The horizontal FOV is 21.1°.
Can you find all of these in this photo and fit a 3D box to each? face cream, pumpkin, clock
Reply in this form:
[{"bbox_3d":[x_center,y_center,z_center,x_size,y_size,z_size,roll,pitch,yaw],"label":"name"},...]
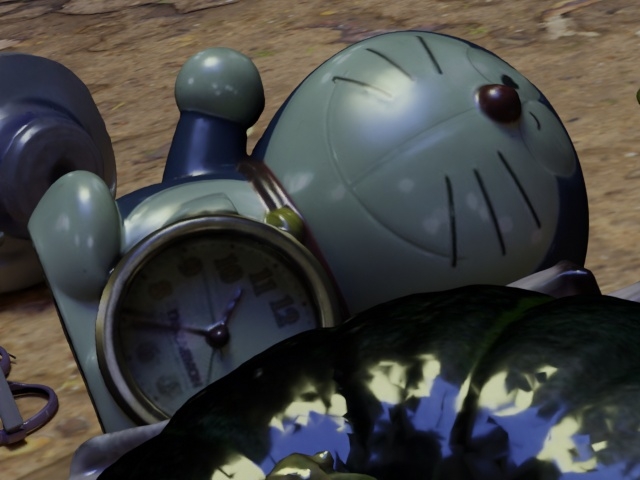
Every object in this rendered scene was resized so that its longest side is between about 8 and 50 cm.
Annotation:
[{"bbox_3d":[-0.285,-0.034,1.113,0.420,0.137,0.235,-3,24,48],"label":"face cream"},{"bbox_3d":[0.031,0.117,0.379,0.250,0.216,0.250,-13,45,13],"label":"pumpkin"},{"bbox_3d":[0.000,0.000,0.760,0.243,0.199,0.146,-23,-14,-12],"label":"clock"}]

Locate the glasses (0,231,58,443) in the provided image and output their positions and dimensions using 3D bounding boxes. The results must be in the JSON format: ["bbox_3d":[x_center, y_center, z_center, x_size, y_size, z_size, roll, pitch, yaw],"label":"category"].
[{"bbox_3d":[-0.184,0.036,0.860,0.062,0.104,0.140,-22,26,-24],"label":"glasses"}]

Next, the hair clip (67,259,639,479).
[{"bbox_3d":[-0.021,0.096,0.629,0.331,0.085,0.101,-21,20,-13],"label":"hair clip"}]

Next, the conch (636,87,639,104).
[{"bbox_3d":[0.233,-0.066,0.904,0.095,0.079,0.201,5,13,-2],"label":"conch"}]
